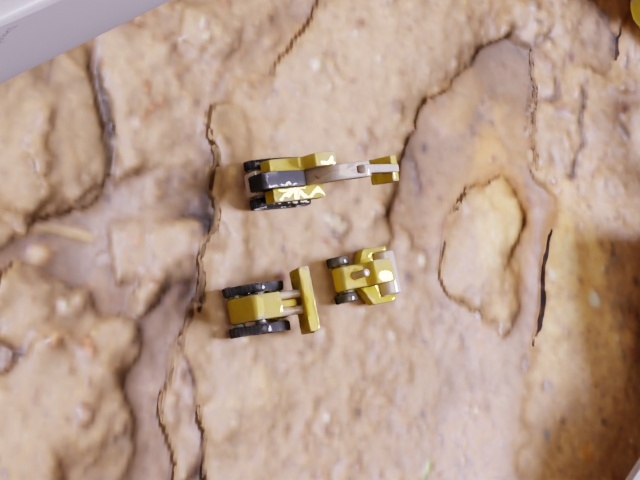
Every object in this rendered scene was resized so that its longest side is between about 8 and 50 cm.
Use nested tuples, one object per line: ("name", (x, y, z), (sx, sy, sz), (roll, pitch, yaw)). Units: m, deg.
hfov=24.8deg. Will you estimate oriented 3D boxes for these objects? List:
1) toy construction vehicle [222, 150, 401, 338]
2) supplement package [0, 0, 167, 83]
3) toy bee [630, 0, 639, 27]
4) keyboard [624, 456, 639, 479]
("toy construction vehicle", (0.000, 0.000, 0.690), (0.098, 0.035, 0.086), (-4, 82, -33))
("supplement package", (-0.127, -0.162, 0.558), (0.293, 0.175, 0.177), (-32, 97, -33))
("toy bee", (0.167, -0.204, 0.792), (0.298, 0.162, 0.195), (60, 25, -23))
("keyboard", (0.149, 0.186, 0.724), (0.072, 0.014, 0.256), (38, 75, -3))
